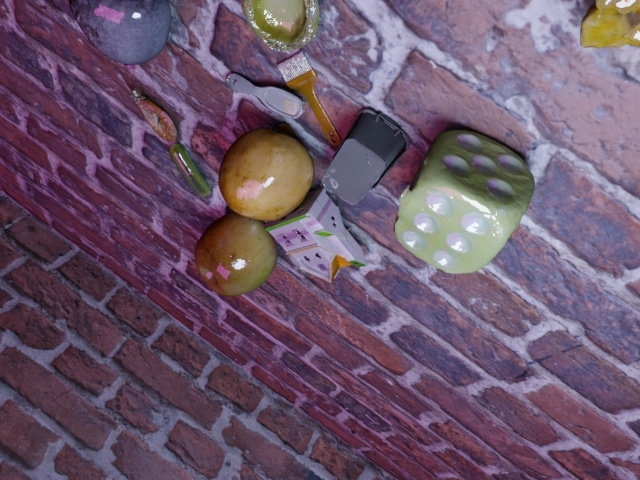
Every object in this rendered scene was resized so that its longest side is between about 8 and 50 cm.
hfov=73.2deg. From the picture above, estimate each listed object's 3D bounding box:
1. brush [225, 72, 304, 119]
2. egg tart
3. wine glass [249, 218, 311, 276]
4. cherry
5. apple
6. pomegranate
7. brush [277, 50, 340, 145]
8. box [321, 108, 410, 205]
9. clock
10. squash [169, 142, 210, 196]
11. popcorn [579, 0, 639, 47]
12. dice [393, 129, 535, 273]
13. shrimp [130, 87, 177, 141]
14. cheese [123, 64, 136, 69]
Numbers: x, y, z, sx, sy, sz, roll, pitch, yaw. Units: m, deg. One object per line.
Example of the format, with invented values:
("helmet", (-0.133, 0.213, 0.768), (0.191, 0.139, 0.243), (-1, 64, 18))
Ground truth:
("brush", (-0.150, -0.418, 1.236), (0.296, 0.060, 0.068), (31, 116, 24))
("egg tart", (-0.084, -0.546, 1.012), (0.197, 0.078, 0.197), (13, 150, 8))
("wine glass", (-0.171, 0.059, 1.562), (0.309, 0.264, 0.096), (48, 155, -15))
("cherry", (-0.539, -0.621, 1.178), (0.254, 0.218, 0.296), (6, 152, -9))
("apple", (-0.333, 0.062, 1.671), (0.318, 0.277, 0.319), (22, 140, 20))
("pomegranate", (-0.164, -0.187, 1.283), (0.307, 0.307, 0.308), (20, 139, 19))
("brush", (-0.016, -0.381, 1.200), (0.103, 0.013, 0.272), (-8, 125, 42))
("box", (0.112, -0.216, 1.175), (0.163, 0.135, 0.243), (37, 141, -2))
("clock", (0.000, 0.000, 1.447), (0.235, 0.166, 0.310), (-16, 123, 44))
("squash", (-0.494, -0.264, 1.630), (0.066, 0.066, 0.229), (-3, 129, 38))
("popcorn", (0.521, -0.414, 0.619), (0.264, 0.225, 0.332), (36, 153, -8))
("dice", (0.333, -0.094, 1.044), (0.254, 0.250, 0.252), (30, 141, 9))
("shrimp", (-0.581, -0.445, 1.522), (0.115, 0.051, 0.217), (-17, 117, 38))
("cheese", (-0.638, -0.657, 1.340), (0.155, 0.062, 0.245), (9, 132, 27))
